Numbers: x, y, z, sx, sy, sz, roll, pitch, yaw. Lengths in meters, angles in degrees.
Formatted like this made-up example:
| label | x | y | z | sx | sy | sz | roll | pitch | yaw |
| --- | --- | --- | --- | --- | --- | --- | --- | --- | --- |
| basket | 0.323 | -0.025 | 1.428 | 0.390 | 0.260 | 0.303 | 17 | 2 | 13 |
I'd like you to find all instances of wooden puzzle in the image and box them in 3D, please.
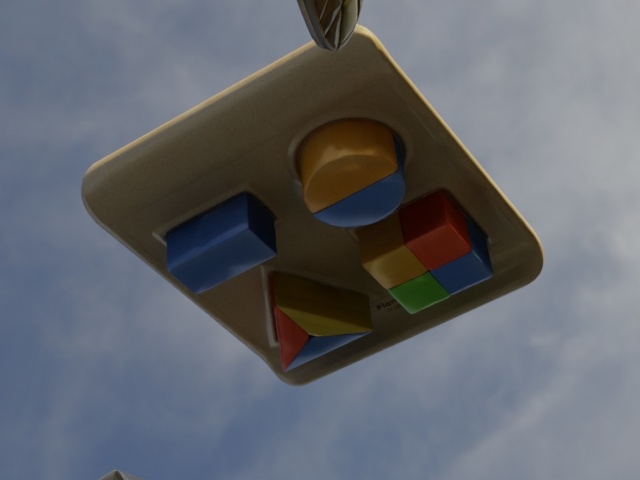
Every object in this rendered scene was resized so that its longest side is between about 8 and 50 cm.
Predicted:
| label | x | y | z | sx | sy | sz | roll | pitch | yaw |
| --- | --- | --- | --- | --- | --- | --- | --- | --- | --- |
| wooden puzzle | 0.000 | 0.000 | 1.251 | 0.322 | 0.080 | 0.348 | -26 | -50 | 21 |

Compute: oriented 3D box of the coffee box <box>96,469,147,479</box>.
| label | x | y | z | sx | sy | sz | roll | pitch | yaw |
| --- | --- | --- | --- | --- | --- | --- | --- | --- | --- |
| coffee box | -0.166 | 0.315 | 1.286 | 0.098 | 0.141 | 0.246 | -32 | -20 | 0 |

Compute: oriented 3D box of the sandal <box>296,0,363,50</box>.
| label | x | y | z | sx | sy | sz | roll | pitch | yaw |
| --- | --- | --- | --- | --- | --- | --- | --- | --- | --- |
| sandal | -0.021 | -0.192 | 0.768 | 0.072 | 0.049 | 0.180 | -56 | -47 | -31 |
